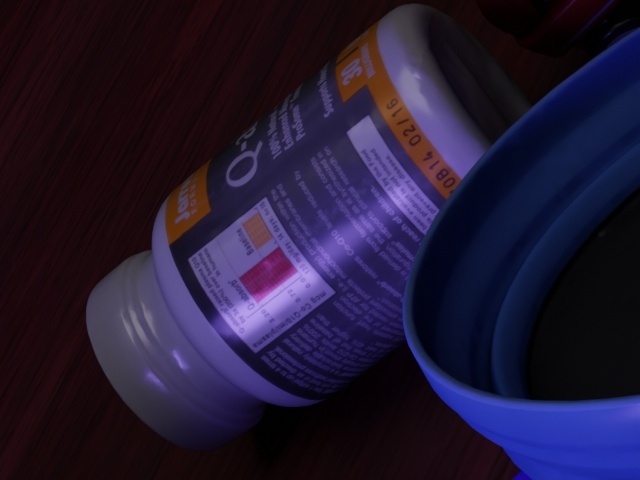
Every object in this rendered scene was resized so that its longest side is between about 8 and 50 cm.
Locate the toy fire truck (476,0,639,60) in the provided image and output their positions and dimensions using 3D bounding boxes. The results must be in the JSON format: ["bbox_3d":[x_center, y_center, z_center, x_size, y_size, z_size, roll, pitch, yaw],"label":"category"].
[{"bbox_3d":[0.138,-0.195,0.900,0.217,0.246,0.158,-45,46,41],"label":"toy fire truck"}]

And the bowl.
[{"bbox_3d":[0.223,-0.029,0.732,0.391,0.077,0.391,-29,21,12],"label":"bowl"}]

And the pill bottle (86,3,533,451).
[{"bbox_3d":[0.000,0.000,1.006,0.278,0.162,0.162,-37,38,22],"label":"pill bottle"}]

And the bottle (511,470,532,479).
[{"bbox_3d":[0.111,0.157,0.704,0.118,0.092,0.283,-25,9,15],"label":"bottle"}]
